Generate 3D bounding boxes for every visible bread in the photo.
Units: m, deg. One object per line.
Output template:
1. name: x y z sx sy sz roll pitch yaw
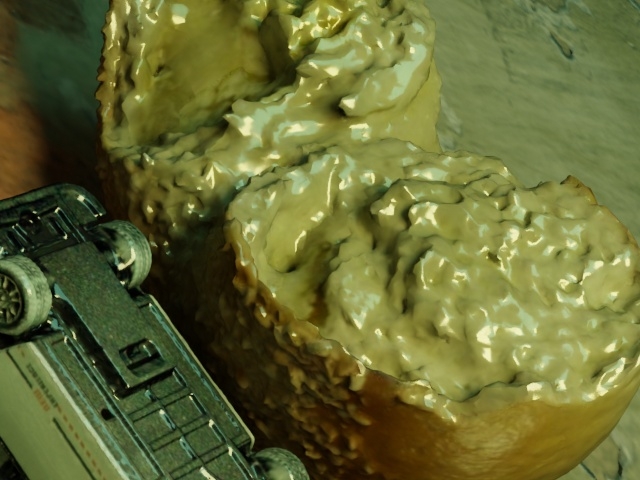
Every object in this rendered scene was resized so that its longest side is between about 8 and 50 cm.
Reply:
1. bread: -0.002 0.000 0.850 0.171 0.192 0.314 -21 62 -25

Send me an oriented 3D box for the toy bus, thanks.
1. toy bus: -0.084 0.076 0.742 0.194 0.089 0.087 54 32 8
